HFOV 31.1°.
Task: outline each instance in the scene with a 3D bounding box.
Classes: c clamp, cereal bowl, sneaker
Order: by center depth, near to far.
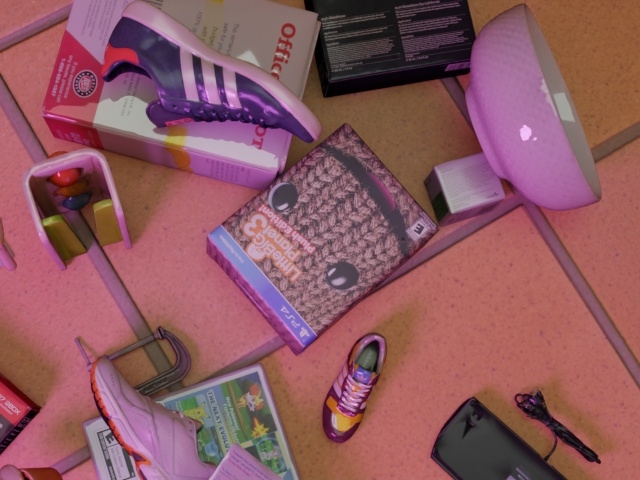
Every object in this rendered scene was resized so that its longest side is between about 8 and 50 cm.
[{"bbox_3d":[-0.170,-0.211,1.723,0.350,0.131,0.148,30,85,6],"label":"sneaker"},{"bbox_3d":[-0.253,0.282,1.761,0.121,0.099,0.262,-32,90,-19],"label":"sneaker"},{"bbox_3d":[-0.293,0.186,1.830,0.161,0.022,0.137,-20,69,-13],"label":"c clamp"},{"bbox_3d":[0.053,0.232,1.833,0.069,0.084,0.185,20,77,-2],"label":"sneaker"},{"bbox_3d":[0.326,-0.198,1.844,0.141,0.339,0.339,-21,81,17],"label":"cereal bowl"}]

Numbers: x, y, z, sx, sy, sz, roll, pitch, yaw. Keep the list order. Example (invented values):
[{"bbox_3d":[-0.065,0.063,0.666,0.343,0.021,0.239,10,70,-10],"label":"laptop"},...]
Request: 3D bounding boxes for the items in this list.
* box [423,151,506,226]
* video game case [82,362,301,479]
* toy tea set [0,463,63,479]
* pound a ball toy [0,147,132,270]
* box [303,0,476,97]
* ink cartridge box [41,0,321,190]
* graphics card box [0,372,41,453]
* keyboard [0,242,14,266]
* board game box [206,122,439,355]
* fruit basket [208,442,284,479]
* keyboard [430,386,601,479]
[{"bbox_3d":[0.238,-0.085,1.906,0.102,0.101,0.087,-16,80,-9],"label":"box"},{"bbox_3d":[-0.182,0.393,1.803,0.300,0.036,0.329,-18,80,-9],"label":"video game case"},{"bbox_3d":[-0.437,0.496,1.667,0.124,0.200,0.336,-3,74,-51],"label":"toy tea set"},{"bbox_3d":[-0.405,-0.046,1.722,0.208,0.319,0.135,-18,81,-9],"label":"pound a ball toy"},{"bbox_3d":[0.118,-0.360,1.950,0.261,0.103,0.184,-10,83,-7],"label":"box"},{"bbox_3d":[-0.220,-0.263,1.865,0.385,0.160,0.279,15,78,-3],"label":"ink cartridge box"},{"bbox_3d":[-0.638,0.321,1.742,0.233,0.094,0.371,41,79,3],"label":"graphics card box"},{"bbox_3d":[-0.618,0.068,1.837,0.256,0.014,0.072,-34,79,-11],"label":"keyboard"},{"bbox_3d":[0.000,0.000,1.845,0.291,0.141,0.232,-41,85,-12],"label":"board game box"},{"bbox_3d":[-0.117,0.531,1.702,0.327,0.165,0.353,41,67,-21],"label":"fruit basket"},{"bbox_3d":[0.348,0.371,1.863,0.317,0.033,0.201,42,84,3],"label":"keyboard"}]
